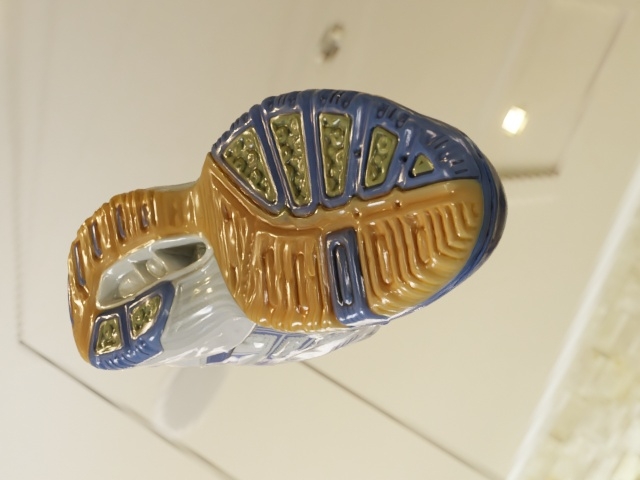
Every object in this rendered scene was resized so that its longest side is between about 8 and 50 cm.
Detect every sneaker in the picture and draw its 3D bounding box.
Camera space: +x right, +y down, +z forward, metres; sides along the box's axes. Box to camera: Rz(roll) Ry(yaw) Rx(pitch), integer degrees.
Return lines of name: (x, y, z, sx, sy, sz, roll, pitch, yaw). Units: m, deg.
sneaker: (0.000, 0.000, 0.864, 0.131, 0.296, 0.112, 6, -102, -38)
